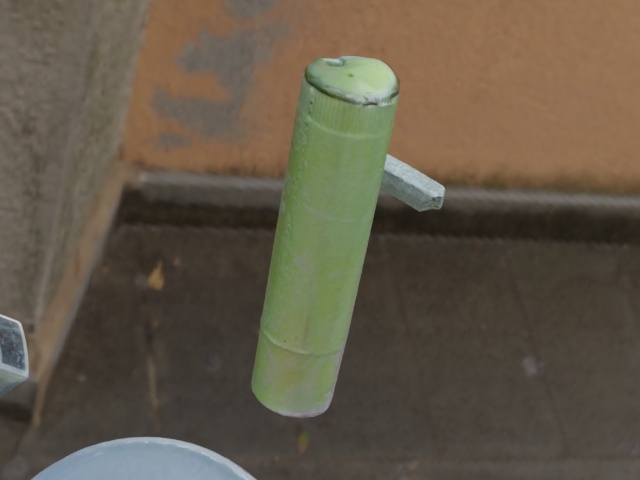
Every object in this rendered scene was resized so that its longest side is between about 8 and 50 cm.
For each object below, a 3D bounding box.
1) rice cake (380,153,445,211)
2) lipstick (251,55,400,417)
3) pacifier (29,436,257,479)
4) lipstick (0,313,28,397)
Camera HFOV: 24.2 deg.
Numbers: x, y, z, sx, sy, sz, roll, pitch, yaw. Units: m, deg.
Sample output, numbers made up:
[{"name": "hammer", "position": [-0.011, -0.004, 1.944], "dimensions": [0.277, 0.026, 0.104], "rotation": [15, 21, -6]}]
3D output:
[{"name": "rice cake", "position": [0.049, -0.075, 1.477], "dimensions": [0.171, 0.033, 0.029], "rotation": [29, 50, 21]}, {"name": "lipstick", "position": [0.000, 0.000, 1.148], "dimensions": [0.076, 0.304, 0.076], "rotation": [8, 34, -5]}, {"name": "pacifier", "position": [-0.094, 0.268, 0.815], "dimensions": [0.244, 0.233, 0.299], "rotation": [-19, 62, 18]}, {"name": "lipstick", "position": [-0.388, 0.075, 1.324], "dimensions": [0.290, 0.076, 0.077], "rotation": [28, 35, -47]}]
